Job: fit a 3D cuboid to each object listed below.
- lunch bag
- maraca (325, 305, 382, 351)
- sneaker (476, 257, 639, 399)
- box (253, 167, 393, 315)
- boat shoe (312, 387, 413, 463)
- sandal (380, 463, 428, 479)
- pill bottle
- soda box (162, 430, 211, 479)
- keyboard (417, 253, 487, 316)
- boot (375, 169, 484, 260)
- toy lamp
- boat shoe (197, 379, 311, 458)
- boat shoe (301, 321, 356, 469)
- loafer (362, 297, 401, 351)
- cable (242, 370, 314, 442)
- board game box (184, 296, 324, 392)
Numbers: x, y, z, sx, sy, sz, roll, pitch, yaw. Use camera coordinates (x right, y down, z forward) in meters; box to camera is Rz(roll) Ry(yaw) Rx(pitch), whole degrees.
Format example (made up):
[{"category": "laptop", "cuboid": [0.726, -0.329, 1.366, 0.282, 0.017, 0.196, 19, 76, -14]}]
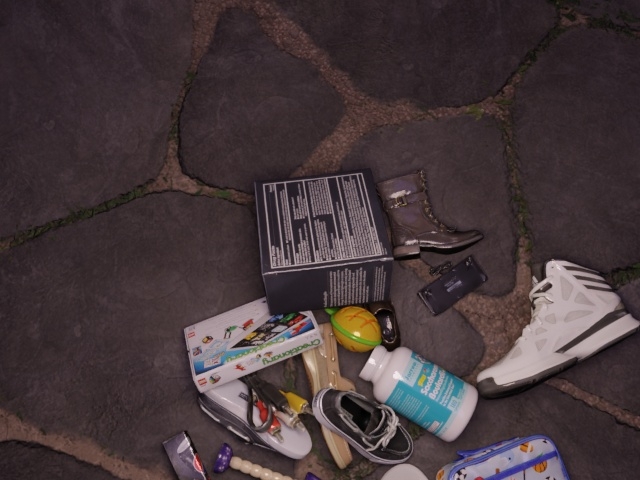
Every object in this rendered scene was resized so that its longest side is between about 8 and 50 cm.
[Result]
[{"category": "lunch bag", "cuboid": [0.421, 0.581, 1.448, 0.303, 0.115, 0.243, -15, 78, -15]}, {"category": "maraca", "cuboid": [0.078, 0.202, 1.519, 0.127, 0.186, 0.099, 20, 102, -25]}, {"category": "sneaker", "cuboid": [0.533, 0.203, 1.564, 0.447, 0.169, 0.258, -22, 68, -15]}, {"category": "box", "cuboid": [0.000, 0.000, 1.530, 0.293, 0.183, 0.296, -6, 50, -4]}, {"category": "boat shoe", "cuboid": [0.123, 0.417, 1.434, 0.306, 0.105, 0.113, 42, 53, -25]}, {"category": "sandal", "cuboid": [0.237, 0.721, 1.431, 0.169, 0.102, 0.417, -23, 63, 7]}, {"category": "pill bottle", "cuboid": [0.226, 0.349, 1.503, 0.264, 0.146, 0.146, 29, 76, 6]}, {"category": "soda box", "cuboid": [-0.306, 0.535, 1.489, 0.060, 0.053, 0.169, -28, 78, -8]}, {"category": "keyboard", "cuboid": [0.332, 0.105, 1.637, 0.180, 0.023, 0.108, -34, 85, -10]}, {"category": "boot", "cuboid": [0.277, -0.076, 1.648, 0.262, 0.091, 0.229, -8, 76, -1]}, {"category": "toy lamp", "cuboid": [-0.109, 0.550, 1.477, 0.274, 0.080, 0.080, 19, 75, 3]}, {"category": "boat shoe", "cuboid": [-0.162, 0.430, 1.499, 0.301, 0.108, 0.102, 30, 118, 8]}, {"category": "boat shoe", "cuboid": [0.033, 0.362, 1.508, 0.110, 0.122, 0.341, -14, 74, -5]}, {"category": "loafer", "cuboid": [0.152, 0.166, 1.585, 0.080, 0.078, 0.220, -20, 77, -7]}, {"category": "cable", "cuboid": [-0.145, 0.356, 1.488, 0.139, 0.072, 0.287, -33, 44, -22]}, {"category": "board game box", "cuboid": [-0.165, 0.227, 1.518, 0.305, 0.053, 0.193, -21, 34, -6]}]
